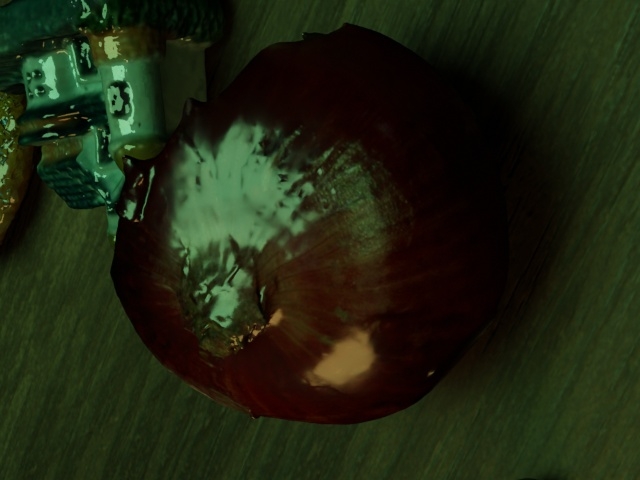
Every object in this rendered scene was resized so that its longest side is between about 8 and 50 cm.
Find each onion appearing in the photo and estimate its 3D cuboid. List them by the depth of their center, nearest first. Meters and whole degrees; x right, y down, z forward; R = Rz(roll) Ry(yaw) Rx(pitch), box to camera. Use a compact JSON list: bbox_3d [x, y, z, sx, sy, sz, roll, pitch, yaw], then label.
[{"bbox_3d":[0.000,0.000,1.530,0.341,0.341,0.341,4,96,42],"label":"onion"}]

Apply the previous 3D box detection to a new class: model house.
[{"bbox_3d":[-0.209,-0.101,1.791,0.253,0.184,0.291,-9,91,38],"label":"model house"}]

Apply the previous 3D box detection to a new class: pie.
[{"bbox_3d":[-0.400,-0.100,2.027,0.273,0.069,0.273,5,98,41],"label":"pie"}]

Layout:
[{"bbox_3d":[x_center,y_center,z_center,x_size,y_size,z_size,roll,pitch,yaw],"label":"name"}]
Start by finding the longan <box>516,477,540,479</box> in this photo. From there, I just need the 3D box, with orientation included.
[{"bbox_3d":[0.168,0.231,1.542,0.075,0.075,0.083,-60,37,27],"label":"longan"}]
